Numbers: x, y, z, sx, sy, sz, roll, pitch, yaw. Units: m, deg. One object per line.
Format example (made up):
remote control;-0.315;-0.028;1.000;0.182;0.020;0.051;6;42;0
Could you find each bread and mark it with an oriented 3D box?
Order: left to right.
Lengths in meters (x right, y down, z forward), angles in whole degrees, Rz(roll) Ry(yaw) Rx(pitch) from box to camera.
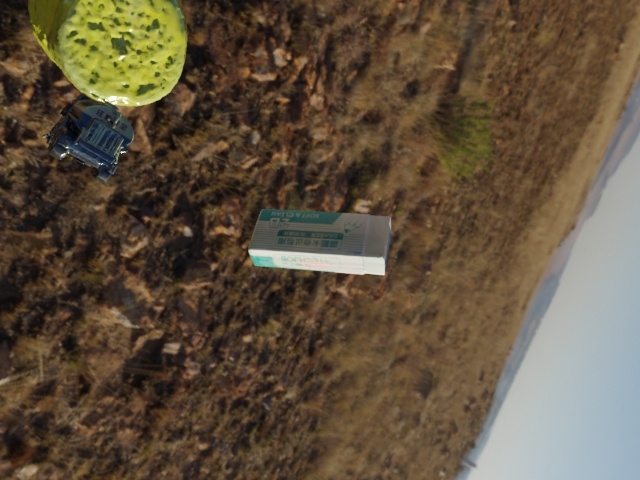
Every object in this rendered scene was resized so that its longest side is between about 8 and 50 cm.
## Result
bread;-0.467;-0.488;1.324;0.348;0.308;0.348;-13;124;-20

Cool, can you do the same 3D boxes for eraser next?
eraser;0.000;0.000;0.974;0.052;0.225;0.095;81;17;-48

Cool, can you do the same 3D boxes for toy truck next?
toy truck;-0.283;-0.133;0.719;0.074;0.202;0.088;30;90;-31
